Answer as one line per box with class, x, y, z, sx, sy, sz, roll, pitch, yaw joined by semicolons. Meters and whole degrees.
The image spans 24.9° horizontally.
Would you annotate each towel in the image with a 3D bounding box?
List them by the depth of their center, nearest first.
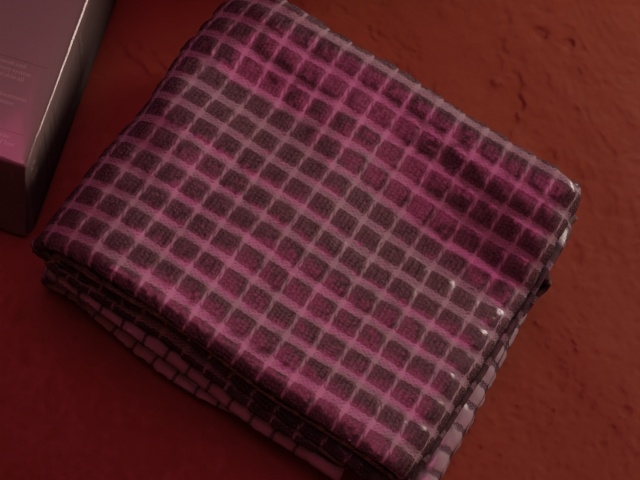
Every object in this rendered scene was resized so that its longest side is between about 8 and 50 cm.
towel;0.000;0.000;0.906;0.283;0.121;0.235;32;66;6

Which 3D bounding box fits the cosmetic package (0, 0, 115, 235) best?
cosmetic package;-0.211;-0.141;0.949;0.127;0.107;0.238;17;62;-1
